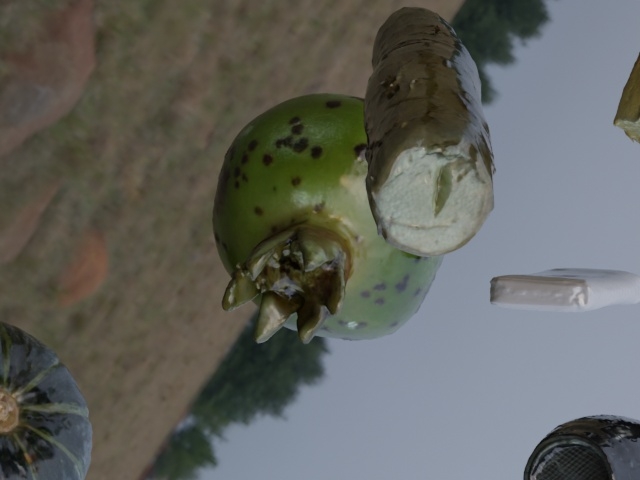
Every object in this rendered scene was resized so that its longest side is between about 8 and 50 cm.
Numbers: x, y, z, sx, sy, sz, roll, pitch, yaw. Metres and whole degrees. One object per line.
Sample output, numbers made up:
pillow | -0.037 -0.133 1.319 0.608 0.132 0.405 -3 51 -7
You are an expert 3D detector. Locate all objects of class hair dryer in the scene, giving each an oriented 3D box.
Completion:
hair dryer | 0.099 0.172 0.684 0.219 0.075 0.195 -41 151 14

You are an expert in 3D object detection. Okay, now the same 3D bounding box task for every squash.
squash | -0.358 0.202 1.388 0.165 0.252 0.252 -36 -165 44

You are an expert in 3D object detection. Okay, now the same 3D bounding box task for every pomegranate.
pomegranate | 0.006 0.009 1.207 0.286 0.231 0.231 -80 -162 -45

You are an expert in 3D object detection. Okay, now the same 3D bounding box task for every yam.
yam | 0.057 -0.070 0.735 0.317 0.067 0.071 -83 178 -69

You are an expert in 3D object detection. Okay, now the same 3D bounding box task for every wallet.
wallet | 0.218 0.043 1.182 0.190 0.095 0.033 -3 96 -63

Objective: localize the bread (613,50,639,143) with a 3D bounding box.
bread | 0.336 -0.103 1.098 0.125 0.188 0.068 -62 -158 -7
